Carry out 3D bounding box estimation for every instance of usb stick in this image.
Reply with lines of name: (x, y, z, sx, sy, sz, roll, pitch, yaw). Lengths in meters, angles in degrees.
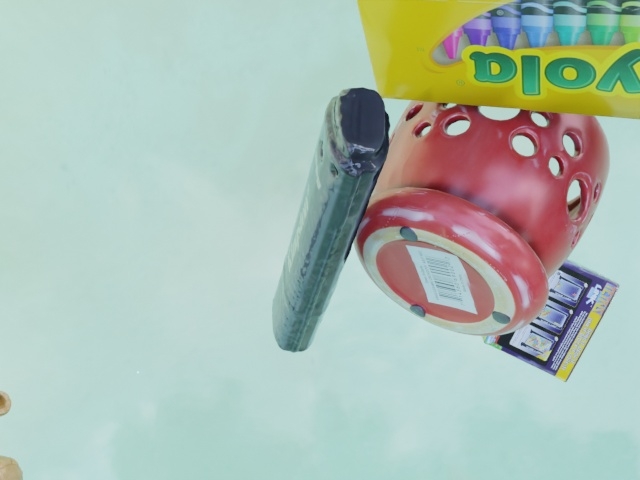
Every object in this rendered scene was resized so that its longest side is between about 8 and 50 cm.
usb stick: (0.000, 0.000, 0.558, 0.045, 0.278, 0.077, 10, 54, -7)

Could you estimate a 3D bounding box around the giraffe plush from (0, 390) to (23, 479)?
giraffe plush: (-0.450, 0.235, 0.844, 0.181, 0.210, 0.170, 42, 32, -36)

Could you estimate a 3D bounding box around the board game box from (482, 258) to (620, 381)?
board game box: (0.348, 0.108, 1.080, 0.141, 0.048, 0.170, 26, 100, 2)

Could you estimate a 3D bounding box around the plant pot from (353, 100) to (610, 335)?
plant pot: (0.129, -0.028, 0.610, 0.191, 0.191, 0.174, 38, 62, -5)

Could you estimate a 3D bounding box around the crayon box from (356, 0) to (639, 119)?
crayon box: (0.189, -0.211, 0.399, 0.363, 0.313, 0.106, 10, 58, 23)
